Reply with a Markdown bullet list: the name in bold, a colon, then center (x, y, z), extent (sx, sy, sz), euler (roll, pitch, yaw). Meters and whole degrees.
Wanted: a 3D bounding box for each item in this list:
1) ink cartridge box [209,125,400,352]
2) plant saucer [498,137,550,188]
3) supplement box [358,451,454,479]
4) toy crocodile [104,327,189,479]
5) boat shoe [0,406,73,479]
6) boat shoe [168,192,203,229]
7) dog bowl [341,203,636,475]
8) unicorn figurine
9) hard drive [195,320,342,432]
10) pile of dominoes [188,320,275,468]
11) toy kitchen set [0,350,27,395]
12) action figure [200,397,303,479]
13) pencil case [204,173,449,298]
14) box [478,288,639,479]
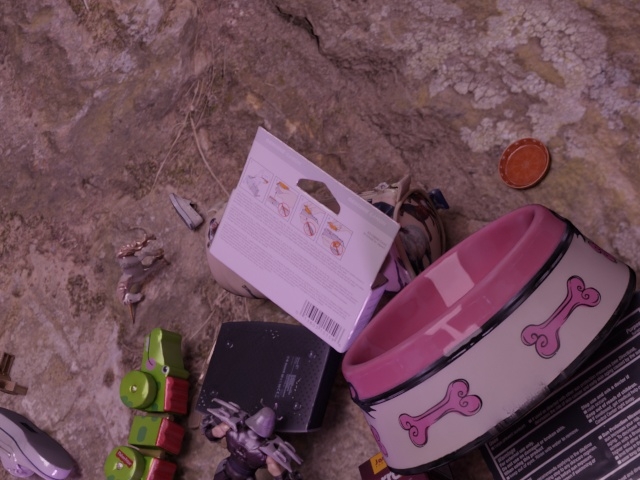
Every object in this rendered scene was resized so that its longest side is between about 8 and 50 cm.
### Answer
- **ink cartridge box**: center (-0.017, -0.007, 1.783), extent (0.275, 0.060, 0.239), euler (36, 121, 20)
- **plant saucer**: center (0.312, -0.117, 1.837), extent (0.083, 0.013, 0.084), euler (-15, 62, 31)
- **supplement box**: center (0.133, 0.371, 1.641), extent (0.104, 0.081, 0.188), euler (-38, 44, 20)
- **toy crocodile**: center (-0.272, 0.315, 2.006), extent (0.105, 0.115, 0.341), euler (-3, 70, 30)
- **boat shoe**: center (-0.535, 0.389, 2.189), extent (0.258, 0.095, 0.084), euler (25, 89, 51)
- **boat shoe**: center (-0.246, -0.059, 2.214), extent (0.035, 0.035, 0.100), euler (-30, 45, -12)
- **dog bowl**: center (0.200, 0.112, 1.565), extent (0.408, 0.408, 0.150), euler (-39, 94, 16)
- **unicorn figurine**: center (-0.331, 0.053, 2.183), extent (0.111, 0.162, 0.060), euler (-31, 43, -13)
- **hard drive**: center (-0.079, 0.217, 1.897), extent (0.254, 0.054, 0.172), euler (1, 69, 43)
- **pile of dominoes**: center (-0.113, 0.254, 1.981), extent (0.251, 0.040, 0.196), euler (16, 80, 48)
- **toy kitchen set**: center (-0.607, 0.250, 2.310), extent (0.083, 0.068, 0.075), euler (4, 72, 37)
- **action figure**: center (-0.124, 0.353, 1.834), extent (0.185, 0.099, 0.285), euler (39, 118, 26)
- **pencil case**: center (0.000, 0.000, 1.910), extent (0.410, 0.160, 0.184), euler (-4, 101, 35)
- **box**: center (0.385, 0.274, 1.491), extent (0.296, 0.182, 0.294), euler (-38, 52, 17)
